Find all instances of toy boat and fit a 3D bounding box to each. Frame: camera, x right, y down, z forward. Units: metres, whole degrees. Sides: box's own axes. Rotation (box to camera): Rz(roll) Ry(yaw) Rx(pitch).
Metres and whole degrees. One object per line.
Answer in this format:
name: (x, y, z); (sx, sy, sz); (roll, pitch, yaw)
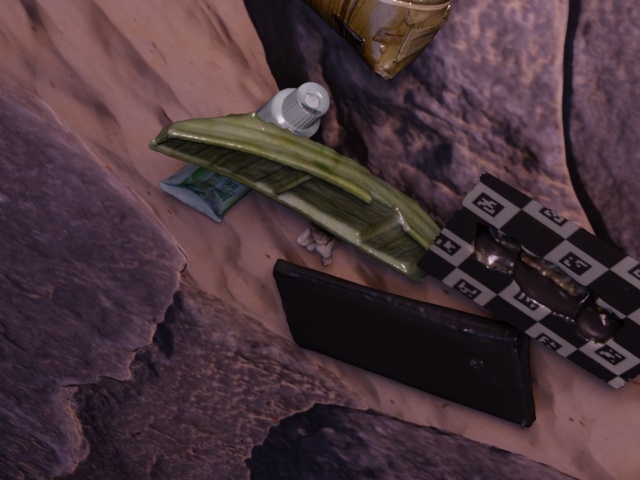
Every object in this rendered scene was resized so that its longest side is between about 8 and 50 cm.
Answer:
toy boat: (-0.008, -0.047, 1.380); (0.293, 0.055, 0.093); (26, 156, -22)

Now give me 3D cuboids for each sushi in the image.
sushi: (0.208, 0.020, 1.322); (0.215, 0.050, 0.192); (31, 151, 0)

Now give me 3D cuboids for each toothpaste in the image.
toothpaste: (-0.070, -0.080, 1.475); (0.075, 0.048, 0.297); (32, 152, -14)

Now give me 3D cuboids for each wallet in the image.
wallet: (0.081, 0.099, 1.568); (0.285, 0.030, 0.146); (17, 146, 28)

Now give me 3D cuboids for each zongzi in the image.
zongzi: (0.037, -0.241, 1.164); (0.189, 0.081, 0.178); (45, 128, 15)

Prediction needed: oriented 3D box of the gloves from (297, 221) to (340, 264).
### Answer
gloves: (0.002, 0.000, 1.506); (0.081, 0.037, 0.044); (143, 113, -72)
